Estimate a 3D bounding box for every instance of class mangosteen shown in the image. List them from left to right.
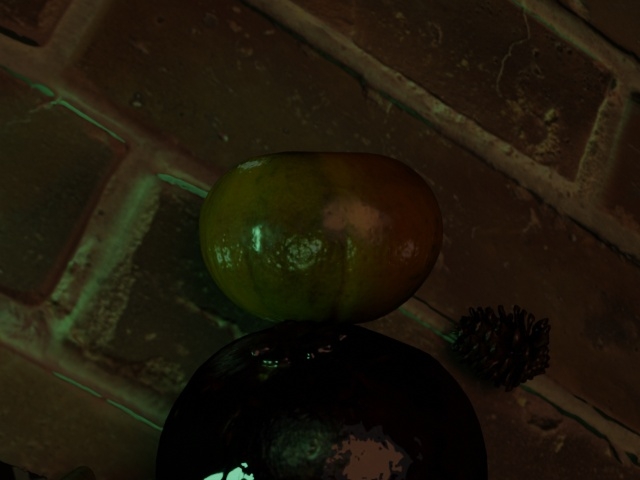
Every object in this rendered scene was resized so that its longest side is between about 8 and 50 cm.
[{"bbox_3d":[-0.002,0.216,1.007,0.297,0.297,0.293,5,100,-26],"label":"mangosteen"}]

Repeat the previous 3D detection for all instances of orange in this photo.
[{"bbox_3d":[0.000,0.000,1.116,0.240,0.240,0.171,0,89,-28],"label":"orange"}]

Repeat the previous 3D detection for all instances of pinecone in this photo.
[{"bbox_3d":[0.200,0.119,1.257,0.109,0.102,0.102,5,68,-6],"label":"pinecone"}]

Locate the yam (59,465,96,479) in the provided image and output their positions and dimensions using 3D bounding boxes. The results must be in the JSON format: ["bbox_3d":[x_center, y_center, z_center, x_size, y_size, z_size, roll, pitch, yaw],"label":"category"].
[{"bbox_3d":[-0.247,0.242,0.980,0.032,0.032,0.145,54,37,0],"label":"yam"}]

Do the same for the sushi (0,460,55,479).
[{"bbox_3d":[-0.337,0.304,0.913,0.292,0.059,0.294,27,49,-33],"label":"sushi"}]
